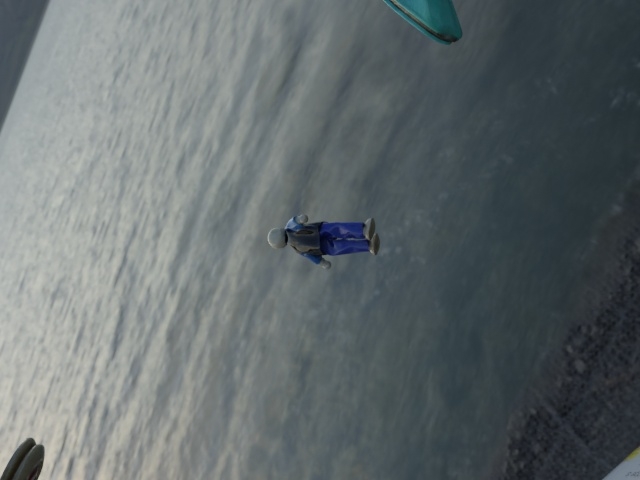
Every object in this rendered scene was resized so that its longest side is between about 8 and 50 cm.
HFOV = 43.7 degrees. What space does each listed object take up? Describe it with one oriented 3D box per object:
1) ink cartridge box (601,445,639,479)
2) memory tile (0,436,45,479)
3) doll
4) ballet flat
[{"bbox_3d":[0.290,0.177,0.429,0.270,0.197,0.198,-35,-9,-13],"label":"ink cartridge box"},{"bbox_3d":[-0.171,0.178,0.386,0.113,0.012,0.148,-69,2,-59],"label":"memory tile"},{"bbox_3d":[0.000,0.000,1.321,0.189,0.129,0.046,0,48,20],"label":"doll"},{"bbox_3d":[0.057,-0.294,0.794,0.247,0.083,0.087,41,116,18],"label":"ballet flat"}]
